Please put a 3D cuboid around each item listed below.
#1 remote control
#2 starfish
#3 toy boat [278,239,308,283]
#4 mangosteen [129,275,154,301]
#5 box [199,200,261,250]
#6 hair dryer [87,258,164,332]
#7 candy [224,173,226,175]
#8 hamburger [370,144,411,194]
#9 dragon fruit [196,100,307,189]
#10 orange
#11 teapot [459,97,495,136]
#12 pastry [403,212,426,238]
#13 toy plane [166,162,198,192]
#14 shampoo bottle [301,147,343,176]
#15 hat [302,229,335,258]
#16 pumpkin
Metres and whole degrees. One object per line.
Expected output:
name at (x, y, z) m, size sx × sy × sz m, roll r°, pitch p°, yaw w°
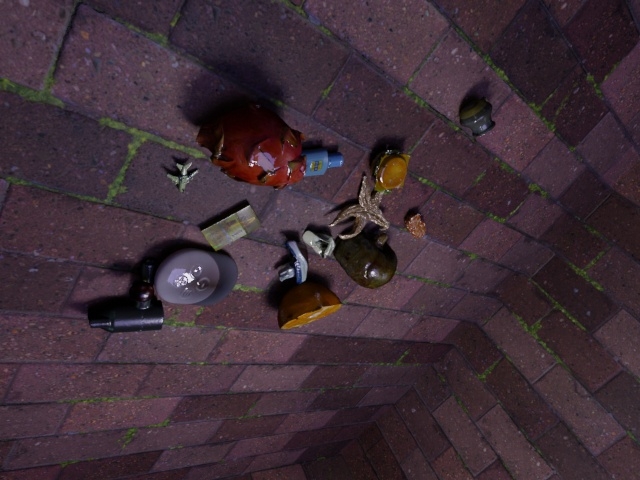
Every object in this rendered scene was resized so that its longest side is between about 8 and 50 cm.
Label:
remote control at (-0.447, 0.137, 1.572) m, size 0.332 × 0.103 × 0.221 m, roll 14°, pitch 108°, yaw -50°
starfish at (0.179, -0.142, 1.766) m, size 0.299 × 0.060 × 0.302 m, roll 5°, pitch 114°, yaw -29°
toy boat at (-0.117, 0.096, 1.761) m, size 0.115 × 0.114 × 0.262 m, roll -12°, pitch 135°, yaw -17°
mangosteen at (-0.601, 0.169, 1.442) m, size 0.081 × 0.081 × 0.081 m, roll -18°, pitch 137°, yaw -18°
box at (-0.321, -0.050, 1.545) m, size 0.193 × 0.030 × 0.121 m, roll -29°, pitch 140°, yaw -5°
hair dryer at (-0.674, 0.192, 1.511) m, size 0.244 × 0.116 × 0.302 m, roll 3°, pitch 116°, yaw -36°
candy at (-0.301, -0.243, 1.375) m, size 0.030 × 0.020 × 0.083 m, roll -8°, pitch 135°, yaw -27°
hamburger at (0.259, -0.271, 1.653) m, size 0.164 × 0.093 × 0.189 m, roll 3°, pitch 115°, yaw -32°
dragon fruit at (-0.188, -0.278, 1.251) m, size 0.250 × 0.315 × 0.250 m, roll -61°, pitch 172°, yaw -14°
orange at (-0.056, 0.309, 1.909) m, size 0.310 × 0.274 × 0.274 m, roll -55°, pitch 168°, yaw -55°
teapot at (0.621, -0.486, 1.671) m, size 0.119 × 0.130 × 0.165 m, roll 51°, pitch 62°, yaw -21°
pastry at (0.438, -0.073, 2.006) m, size 0.087 × 0.063 × 0.169 m, roll -41°, pitch 135°, yaw -5°
toy plane at (-0.427, -0.193, 1.326) m, size 0.102 × 0.040 × 0.111 m, roll -14°, pitch 135°, yaw -38°
shampoo bottle at (-0.041, -0.270, 1.489) m, size 0.259 × 0.061 × 0.103 m, roll -12°, pitch 136°, yaw -25°
hat at (-0.005, 0.002, 1.788) m, size 0.166 × 0.081 × 0.122 m, roll 33°, pitch 148°, yaw -32°
pumpkin at (0.237, 0.085, 1.901) m, size 0.325 × 0.232 × 0.242 m, roll 14°, pitch 118°, yaw -45°
